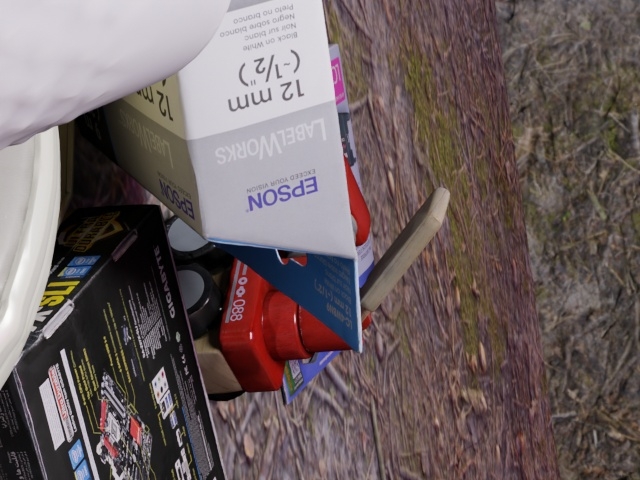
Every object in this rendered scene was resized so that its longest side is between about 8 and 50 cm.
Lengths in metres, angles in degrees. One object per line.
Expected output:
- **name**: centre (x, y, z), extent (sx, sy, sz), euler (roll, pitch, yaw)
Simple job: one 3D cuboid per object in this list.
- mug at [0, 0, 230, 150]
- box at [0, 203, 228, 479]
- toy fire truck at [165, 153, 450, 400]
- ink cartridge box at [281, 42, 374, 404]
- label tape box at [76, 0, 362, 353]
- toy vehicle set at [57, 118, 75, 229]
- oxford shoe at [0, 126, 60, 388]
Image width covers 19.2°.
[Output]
- **mug**: centre (-0.209, -0.127, 0.661), extent (0.328, 0.374, 0.276), euler (-26, 114, -32)
- **box**: centre (-0.148, 0.168, 1.287), extent (0.257, 0.079, 0.322), euler (-55, 137, -60)
- **toy fire truck**: centre (0.000, 0.000, 1.506), extent (0.158, 0.246, 0.217), euler (65, 27, -47)
- **ink cartridge box**: centre (-0.007, -0.020, 1.795), extent (0.186, 0.065, 0.311), euler (-40, 125, -68)
- **label tape box**: centre (-0.088, -0.106, 1.278), extent (0.249, 0.115, 0.347), euler (36, -43, 58)
- **toy vehicle set**: centre (-0.183, -0.104, 1.158), extent (0.166, 0.035, 0.266), euler (-78, 175, -60)
- **oxford shoe**: centre (-0.244, 0.059, 0.843), extent (0.130, 0.169, 0.449), euler (56, 45, -44)
